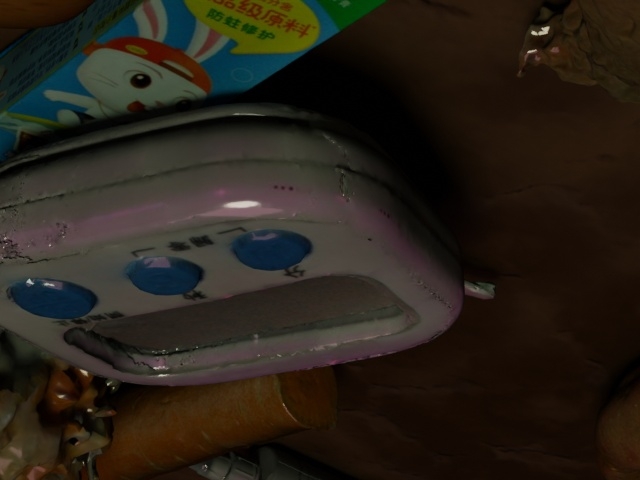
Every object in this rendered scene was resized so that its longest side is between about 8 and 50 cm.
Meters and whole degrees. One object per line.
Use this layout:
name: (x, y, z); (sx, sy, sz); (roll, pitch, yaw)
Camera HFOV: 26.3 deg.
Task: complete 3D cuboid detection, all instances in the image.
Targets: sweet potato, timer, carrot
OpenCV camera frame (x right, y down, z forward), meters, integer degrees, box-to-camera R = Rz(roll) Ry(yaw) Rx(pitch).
sweet potato: (0.197, 0.095, 0.763); (0.078, 0.058, 0.255); (-4, 154, -13)
timer: (-0.048, 0.009, 0.626); (0.208, 0.069, 0.191); (-12, 153, 21)
carrot: (-0.089, 0.114, 0.871); (0.225, 0.067, 0.067); (-19, 136, 36)

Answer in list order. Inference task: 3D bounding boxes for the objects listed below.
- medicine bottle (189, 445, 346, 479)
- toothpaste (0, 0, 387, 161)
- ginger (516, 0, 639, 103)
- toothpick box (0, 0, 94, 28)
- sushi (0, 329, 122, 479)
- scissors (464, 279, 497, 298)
medicine bottle: (-0.020, 0.182, 0.959); (0.199, 0.057, 0.057); (29, 143, -26)
toothpaste: (-0.052, -0.092, 0.556); (0.065, 0.050, 0.267); (32, 142, -30)
ginger: (0.116, -0.136, 0.430); (0.122, 0.084, 0.290); (26, 155, 19)
toothpick box: (-0.178, -0.175, 0.357); (0.294, 0.192, 0.192); (21, 147, -26)
sushi: (-0.309, 0.073, 0.769); (0.417, 0.176, 0.417); (7, 144, 5)
scissors: (0.000, 0.000, 0.710); (0.187, 0.020, 0.133); (25, 148, -17)
